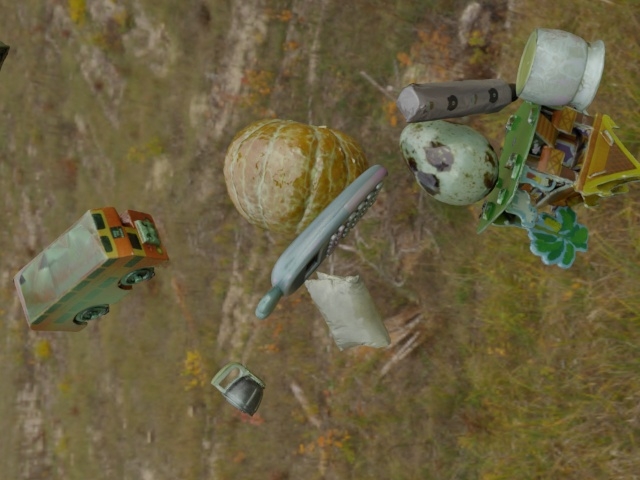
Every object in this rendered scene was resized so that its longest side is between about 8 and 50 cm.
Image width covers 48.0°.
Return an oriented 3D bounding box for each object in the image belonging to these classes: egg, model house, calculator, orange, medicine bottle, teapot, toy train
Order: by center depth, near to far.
[{"bbox_3d":[-0.263,0.039,0.811,0.188,0.099,0.072,-36,70,20],"label":"toy train"},{"bbox_3d":[0.000,0.000,1.092,0.299,0.041,0.185,-47,-6,-11],"label":"calculator"},{"bbox_3d":[0.476,-0.338,1.428,0.147,0.143,0.147,13,-90,-89],"label":"medicine bottle"},{"bbox_3d":[0.273,-0.173,1.539,0.169,0.231,0.169,-56,2,3],"label":"egg"},{"bbox_3d":[0.547,-0.131,1.581,0.242,0.312,0.358,101,-170,-70],"label":"model house"},{"bbox_3d":[-0.048,-0.138,1.582,0.329,0.329,0.249,32,117,56],"label":"orange"},{"bbox_3d":[-0.180,0.345,1.679,0.092,0.124,0.091,23,69,40],"label":"teapot"}]

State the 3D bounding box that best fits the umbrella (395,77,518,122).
[{"bbox_3d":[0.287,-0.285,1.443,0.067,0.337,0.073,-28,78,51],"label":"umbrella"}]

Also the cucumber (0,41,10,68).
[{"bbox_3d":[-0.475,-0.172,0.911,0.211,0.078,0.062,-47,34,26],"label":"cucumber"}]

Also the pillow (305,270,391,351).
[{"bbox_3d":[0.057,0.138,1.437,0.134,0.078,0.181,-2,125,47],"label":"pillow"}]
